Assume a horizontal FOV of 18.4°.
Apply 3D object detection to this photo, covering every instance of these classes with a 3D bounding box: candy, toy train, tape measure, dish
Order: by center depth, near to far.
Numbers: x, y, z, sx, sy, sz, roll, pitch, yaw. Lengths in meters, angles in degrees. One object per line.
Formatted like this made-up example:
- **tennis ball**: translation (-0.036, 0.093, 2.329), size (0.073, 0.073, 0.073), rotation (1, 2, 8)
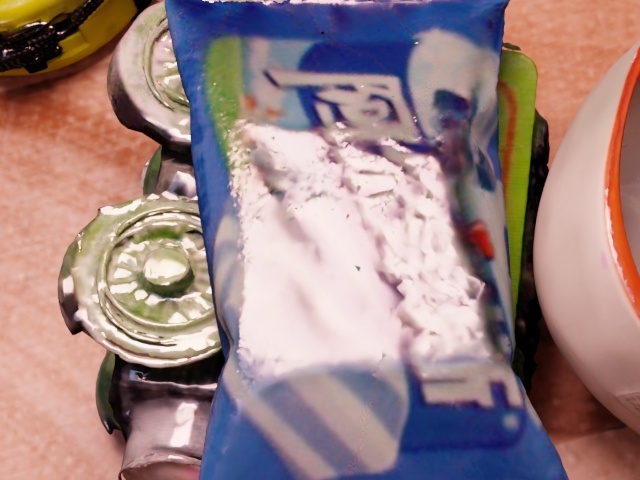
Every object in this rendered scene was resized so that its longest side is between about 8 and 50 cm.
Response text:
- **candy**: translation (0.022, -0.001, 0.959), size (0.187, 0.077, 0.331), rotation (-1, 66, -7)
- **dish**: translation (0.211, 0.017, 1.036), size (0.256, 0.117, 0.256), rotation (14, 62, -27)
- **toy train**: translation (0.000, 0.000, 1.084), size (0.248, 0.173, 0.307), rotation (6, 62, 4)
- **tape measure**: translation (-0.189, -0.186, 1.247), size (0.186, 0.112, 0.199), rotation (0, 66, 16)
